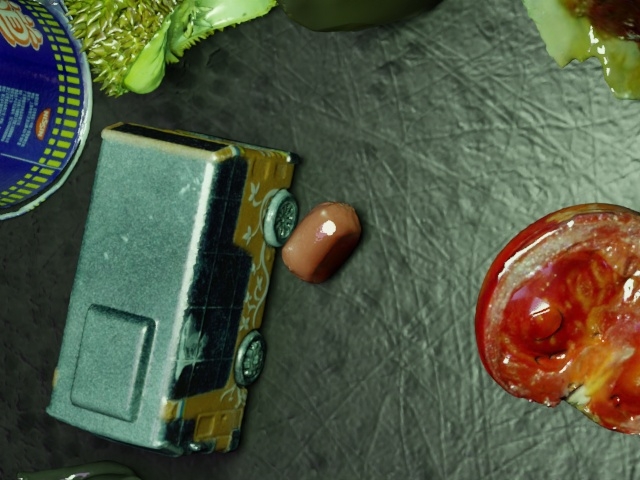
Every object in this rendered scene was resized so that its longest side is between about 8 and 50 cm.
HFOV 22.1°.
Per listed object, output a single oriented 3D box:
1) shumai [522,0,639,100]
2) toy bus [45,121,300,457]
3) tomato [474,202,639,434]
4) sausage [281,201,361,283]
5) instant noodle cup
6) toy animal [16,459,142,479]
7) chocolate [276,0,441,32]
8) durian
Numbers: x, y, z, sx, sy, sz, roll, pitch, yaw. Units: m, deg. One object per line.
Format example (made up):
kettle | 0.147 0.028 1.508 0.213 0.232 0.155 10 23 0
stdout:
shumai | 0.329 -0.272 1.391 0.330 0.288 0.292 -34 73 22
toy bus | -0.149 0.050 1.660 0.162 0.194 0.323 13 93 25
tomato | 0.257 0.057 1.496 0.233 0.139 0.200 25 108 -10
sausage | 0.000 0.000 1.665 0.094 0.059 0.054 -52 55 19
instant noodle cup | -0.439 -0.170 1.746 0.284 0.312 0.284 -2 86 25
toy animal | -0.239 0.286 1.679 0.146 0.245 0.114 -1 115 -9
chocolate | 0.036 -0.401 1.534 0.326 0.314 0.297 -34 70 21
durian | -0.160 -0.267 1.678 0.237 0.200 0.176 -30 98 31
